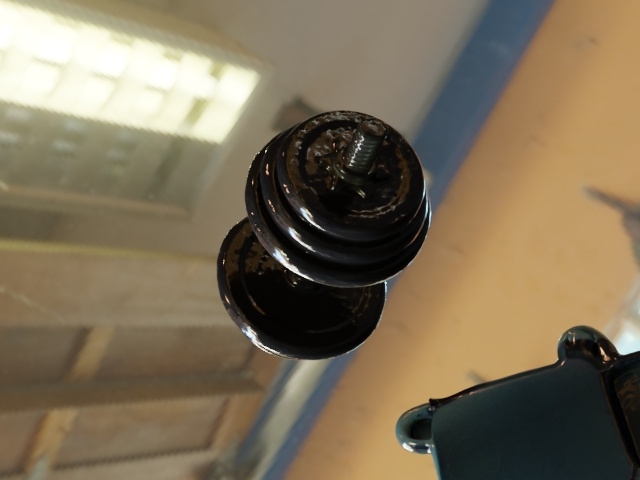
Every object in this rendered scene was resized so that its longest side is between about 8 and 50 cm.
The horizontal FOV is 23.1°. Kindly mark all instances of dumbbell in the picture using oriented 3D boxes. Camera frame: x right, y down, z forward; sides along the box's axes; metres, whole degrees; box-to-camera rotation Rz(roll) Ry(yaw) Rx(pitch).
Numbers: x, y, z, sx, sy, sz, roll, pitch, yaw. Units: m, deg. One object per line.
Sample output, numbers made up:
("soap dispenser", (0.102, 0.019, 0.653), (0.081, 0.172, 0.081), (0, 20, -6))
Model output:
("dumbbell", (0.000, 0.000, 0.830), (0.099, 0.099, 0.208), (-36, -16, -31))

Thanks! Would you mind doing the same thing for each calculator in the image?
("calculator", (0.103, 0.081, 0.642), (0.141, 0.094, 0.019), (-19, -33, 9))
